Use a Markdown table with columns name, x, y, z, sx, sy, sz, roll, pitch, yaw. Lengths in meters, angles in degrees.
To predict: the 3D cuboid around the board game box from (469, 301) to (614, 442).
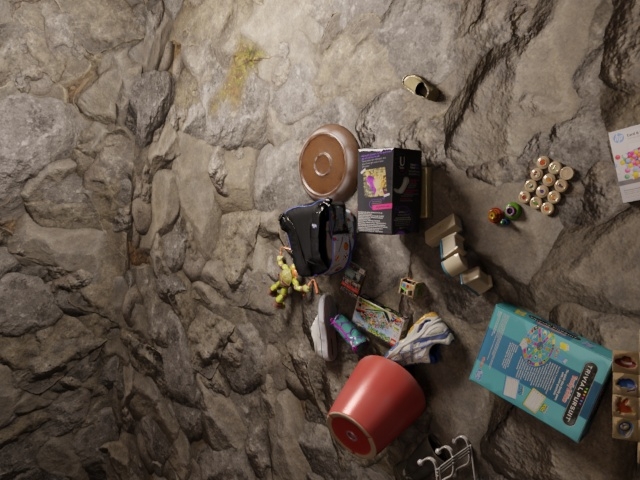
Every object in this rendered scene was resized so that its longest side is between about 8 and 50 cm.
| name | x | y | z | sx | sy | sz | roll | pitch | yaw |
| --- | --- | --- | --- | --- | --- | --- | --- | --- | --- |
| board game box | 0.620 | 0.360 | 1.577 | 0.336 | 0.079 | 0.253 | 27 | 110 | 37 |

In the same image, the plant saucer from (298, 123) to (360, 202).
| name | x | y | z | sx | sy | sz | roll | pitch | yaw |
| --- | --- | --- | --- | --- | --- | --- | --- | --- | --- |
| plant saucer | 0.020 | -0.282 | 2.089 | 0.311 | 0.050 | 0.310 | 3 | 94 | 42 |

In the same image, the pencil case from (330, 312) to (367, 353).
| name | x | y | z | sx | sy | sz | roll | pitch | yaw |
| --- | --- | --- | --- | --- | --- | --- | --- | --- | --- |
| pencil case | 0.103 | 0.339 | 2.046 | 0.151 | 0.070 | 0.064 | 46 | 119 | 30 |

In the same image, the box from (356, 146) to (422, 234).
| name | x | y | z | sx | sy | sz | roll | pitch | yaw |
| --- | --- | --- | --- | --- | --- | --- | --- | --- | --- |
| box | 0.220 | -0.157 | 1.788 | 0.144 | 0.165 | 0.270 | 6 | 97 | 41 |

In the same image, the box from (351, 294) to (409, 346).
| name | x | y | z | sx | sy | sz | roll | pitch | yaw |
| --- | --- | --- | --- | --- | --- | --- | --- | --- | --- |
| box | 0.209 | 0.283 | 1.969 | 0.207 | 0.036 | 0.113 | 25 | 109 | 38 |

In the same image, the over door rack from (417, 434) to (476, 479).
| name | x | y | z | sx | sy | sz | roll | pitch | yaw |
| --- | --- | --- | --- | --- | --- | --- | --- | --- | --- |
| over door rack | 0.405 | 0.789 | 1.695 | 0.108 | 0.240 | 0.323 | -23 | 77 | 39 |

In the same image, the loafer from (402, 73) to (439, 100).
| name | x | y | z | sx | sy | sz | roll | pitch | yaw |
| --- | --- | --- | --- | --- | --- | --- | --- | --- | --- |
| loafer | 0.317 | -0.498 | 1.802 | 0.148 | 0.050 | 0.056 | 39 | 117 | 33 |

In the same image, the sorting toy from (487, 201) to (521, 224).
| name | x | y | z | sx | sy | sz | roll | pitch | yaw |
| --- | --- | --- | --- | --- | --- | --- | --- | --- | --- |
| sorting toy | 0.536 | -0.075 | 1.643 | 0.102 | 0.042 | 0.061 | -19 | 81 | 41 |

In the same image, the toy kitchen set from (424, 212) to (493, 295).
| name | x | y | z | sx | sy | sz | roll | pitch | yaw |
| --- | --- | --- | --- | --- | --- | --- | --- | --- | --- |
| toy kitchen set | 0.429 | 0.056 | 1.739 | 0.122 | 0.166 | 0.207 | -37 | 33 | 37 |

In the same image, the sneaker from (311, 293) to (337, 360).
| name | x | y | z | sx | sy | sz | roll | pitch | yaw |
| --- | --- | --- | --- | --- | --- | --- | --- | --- | --- |
| sneaker | 0.005 | 0.329 | 2.117 | 0.091 | 0.094 | 0.257 | 3 | 96 | 37 |

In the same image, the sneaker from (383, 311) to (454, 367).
| name | x | y | z | sx | sy | sz | roll | pitch | yaw |
| --- | --- | --- | --- | --- | --- | --- | --- | --- | --- |
| sneaker | 0.314 | 0.371 | 1.834 | 0.131 | 0.112 | 0.296 | 49 | 126 | 22 |

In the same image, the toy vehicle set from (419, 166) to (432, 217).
| name | x | y | z | sx | sy | sz | roll | pitch | yaw |
| --- | --- | --- | --- | --- | --- | --- | --- | --- | --- |
| toy vehicle set | 0.255 | -0.160 | 1.894 | 0.267 | 0.035 | 0.165 | 4 | 96 | 42 |

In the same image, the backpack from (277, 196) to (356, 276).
| name | x | y | z | sx | sy | sz | roll | pitch | yaw |
| --- | --- | --- | --- | --- | --- | --- | --- | --- | --- |
| backpack | 0.000 | 0.000 | 2.022 | 0.277 | 0.213 | 0.263 | -13 | 77 | 48 |

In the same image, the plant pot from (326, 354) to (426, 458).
| name | x | y | z | sx | sy | sz | roll | pitch | yaw |
| --- | --- | --- | --- | --- | --- | --- | --- | --- | --- |
| plant pot | 0.167 | 0.557 | 1.831 | 0.275 | 0.243 | 0.274 | 26 | 136 | 28 |

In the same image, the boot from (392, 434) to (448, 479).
| name | x | y | z | sx | sy | sz | roll | pitch | yaw |
| --- | --- | --- | --- | --- | --- | --- | --- | --- | --- |
| boot | 0.354 | 0.778 | 1.864 | 0.208 | 0.076 | 0.189 | -47 | 65 | 26 |

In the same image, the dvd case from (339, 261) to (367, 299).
| name | x | y | z | sx | sy | sz | roll | pitch | yaw |
| --- | --- | --- | --- | --- | --- | --- | --- | --- | --- |
| dvd case | 0.120 | 0.145 | 2.054 | 0.087 | 0.013 | 0.119 | 30 | 113 | 37 |

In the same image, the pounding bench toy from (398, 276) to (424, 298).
| name | x | y | z | sx | sy | sz | roll | pitch | yaw |
| --- | --- | --- | --- | --- | --- | --- | --- | --- | --- |
| pounding bench toy | 0.289 | 0.157 | 1.855 | 0.065 | 0.083 | 0.052 | 20 | 107 | 39 |

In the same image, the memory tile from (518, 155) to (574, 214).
| name | x | y | z | sx | sy | sz | roll | pitch | yaw |
| --- | --- | --- | --- | --- | --- | --- | --- | --- | --- |
| memory tile | 0.633 | -0.154 | 1.570 | 0.113 | 0.012 | 0.147 | 37 | 116 | 34 |

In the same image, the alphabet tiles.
| name | x | y | z | sx | sy | sz | roll | pitch | yaw |
| --- | --- | --- | --- | --- | --- | --- | --- | --- | --- |
| alphabet tiles | 0.867 | 0.389 | 1.352 | 0.286 | 0.011 | 0.342 | 0 | 94 | 26 |

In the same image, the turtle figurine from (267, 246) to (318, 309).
| name | x | y | z | sx | sy | sz | roll | pitch | yaw |
| --- | --- | --- | --- | --- | --- | --- | --- | --- | --- |
| turtle figurine | -0.129 | 0.172 | 2.230 | 0.269 | 0.087 | 0.217 | 48 | 122 | 29 |

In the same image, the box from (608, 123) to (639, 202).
| name | x | y | z | sx | sy | sz | roll | pitch | yaw |
| --- | --- | --- | --- | --- | --- | --- | --- | --- | --- |
| box | 0.814 | -0.198 | 1.387 | 0.145 | 0.038 | 0.186 | -13 | 84 | 42 |
